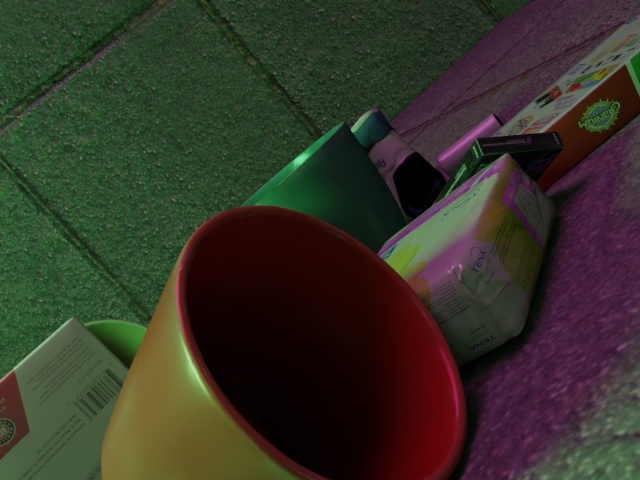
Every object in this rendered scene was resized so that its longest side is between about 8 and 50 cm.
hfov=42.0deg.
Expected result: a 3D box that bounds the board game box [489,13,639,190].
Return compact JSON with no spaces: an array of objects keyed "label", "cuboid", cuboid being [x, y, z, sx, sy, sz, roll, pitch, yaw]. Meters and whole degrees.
[{"label":"board game box","cuboid":[0.386,-0.204,1.191,0.316,0.064,0.242,-40,8,7]}]

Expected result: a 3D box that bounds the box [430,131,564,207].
[{"label":"box","cuboid":[0.216,-0.076,1.044,0.116,0.029,0.162,-7,-26,-20]}]

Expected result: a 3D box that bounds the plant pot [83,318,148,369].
[{"label":"plant pot","cuboid":[-0.390,0.320,1.497,0.256,0.256,0.274,-48,-6,-42]}]

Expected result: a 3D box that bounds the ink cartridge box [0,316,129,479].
[{"label":"ink cartridge box","cuboid":[-0.272,0.266,0.964,0.117,0.283,0.207,-38,7,48]}]

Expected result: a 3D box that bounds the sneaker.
[{"label":"sneaker","cuboid":[0.137,-0.093,1.586,0.127,0.182,0.315,-41,-22,-16]}]

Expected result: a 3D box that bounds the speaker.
[{"label":"speaker","cuboid":[0.287,-0.177,1.562,0.136,0.055,0.055,-38,8,21]}]

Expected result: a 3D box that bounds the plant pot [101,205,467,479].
[{"label":"plant pot","cuboid":[-0.053,0.148,0.721,0.243,0.275,0.275,-49,1,36]}]

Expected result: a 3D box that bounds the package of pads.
[{"label":"package of pads","cuboid":[0.134,0.043,0.910,0.229,0.101,0.296,-37,9,35]}]

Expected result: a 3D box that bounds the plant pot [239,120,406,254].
[{"label":"plant pot","cuboid":[0.000,0.000,1.294,0.293,0.235,0.293,-39,8,6]}]
